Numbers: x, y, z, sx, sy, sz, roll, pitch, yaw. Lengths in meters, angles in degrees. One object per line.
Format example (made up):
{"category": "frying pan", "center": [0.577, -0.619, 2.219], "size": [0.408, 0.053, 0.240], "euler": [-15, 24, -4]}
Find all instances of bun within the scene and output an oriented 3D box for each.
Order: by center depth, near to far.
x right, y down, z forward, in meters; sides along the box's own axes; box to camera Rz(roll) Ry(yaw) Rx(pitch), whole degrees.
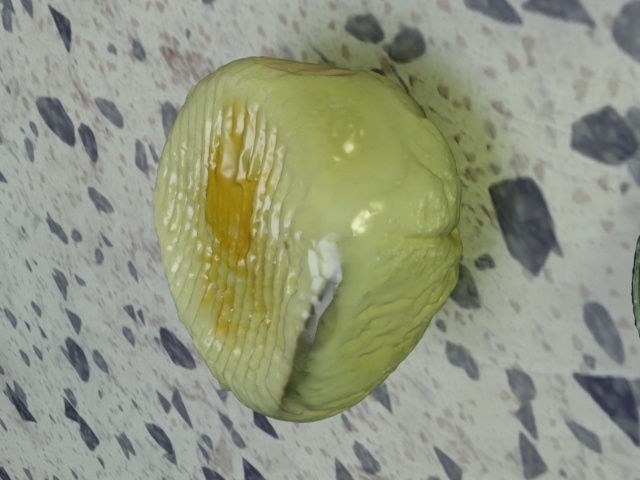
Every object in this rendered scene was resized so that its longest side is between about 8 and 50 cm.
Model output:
{"category": "bun", "center": [0.000, 0.000, 0.764], "size": [0.244, 0.153, 0.244], "euler": [23, 117, 57]}

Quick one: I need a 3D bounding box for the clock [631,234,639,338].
{"category": "clock", "center": [0.244, 0.045, 0.567], "size": [0.215, 0.042, 0.215], "euler": [34, 141, 33]}
